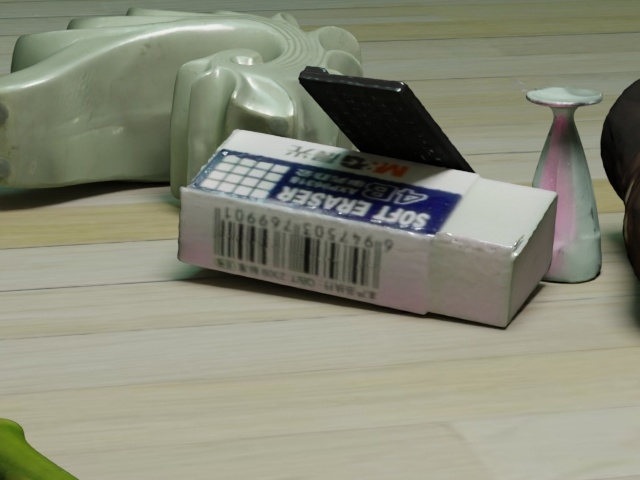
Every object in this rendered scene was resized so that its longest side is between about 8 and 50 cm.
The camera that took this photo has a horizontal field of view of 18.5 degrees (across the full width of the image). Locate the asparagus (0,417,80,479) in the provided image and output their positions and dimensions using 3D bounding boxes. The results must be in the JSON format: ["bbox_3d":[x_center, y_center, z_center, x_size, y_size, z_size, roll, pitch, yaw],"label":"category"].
[{"bbox_3d":[-0.175,0.153,1.155,0.067,0.060,0.278,-31,31,-25],"label":"asparagus"}]

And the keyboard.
[{"bbox_3d":[0.075,-0.071,1.648,0.101,0.018,0.310,11,-16,25],"label":"keyboard"}]

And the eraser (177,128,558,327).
[{"bbox_3d":[0.038,-0.010,1.603,0.287,0.086,0.130,12,29,19],"label":"eraser"}]

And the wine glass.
[{"bbox_3d":[0.200,-0.048,1.644,0.073,0.155,0.073,-3,17,1],"label":"wine glass"}]

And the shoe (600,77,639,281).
[{"bbox_3d":[0.333,-0.055,1.640,0.237,0.171,0.384,24,26,36],"label":"shoe"}]

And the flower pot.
[{"bbox_3d":[-0.146,-0.126,1.854,0.368,0.164,0.254,5,23,8],"label":"flower pot"}]
